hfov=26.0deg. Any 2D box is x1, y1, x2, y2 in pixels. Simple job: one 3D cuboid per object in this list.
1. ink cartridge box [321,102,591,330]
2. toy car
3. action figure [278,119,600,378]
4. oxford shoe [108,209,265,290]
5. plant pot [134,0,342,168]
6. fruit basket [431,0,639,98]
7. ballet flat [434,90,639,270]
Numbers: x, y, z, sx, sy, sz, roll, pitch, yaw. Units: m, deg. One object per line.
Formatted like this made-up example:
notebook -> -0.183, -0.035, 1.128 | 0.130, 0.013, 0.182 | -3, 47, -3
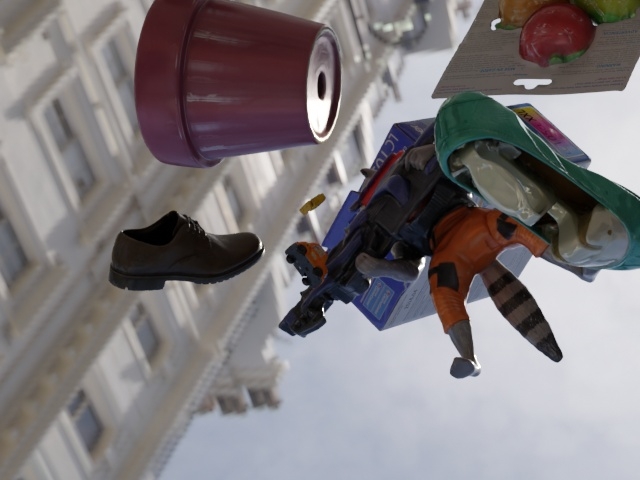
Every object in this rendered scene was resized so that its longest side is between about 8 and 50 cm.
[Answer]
ink cartridge box -> 0.175, -0.035, 1.957 | 0.151, 0.270, 0.395 | 43, -146, 25
toy car -> 0.000, 0.000, 1.562 | 0.060, 0.122, 0.040 | 44, -127, 17
action figure -> 0.127, 0.032, 1.619 | 0.341, 0.178, 0.330 | -47, -134, 10
oxford shoe -> -0.174, 0.007, 1.886 | 0.227, 0.096, 0.083 | -8, -152, -32
plant pot -> -0.080, -0.174, 1.504 | 0.180, 0.201, 0.201 | 5, -143, 18
fruit basket -> 0.376, -0.331, 2.127 | 0.327, 0.165, 0.353 | 1, -128, 36
ballet flat -> 0.192, -0.028, 1.157 | 0.083, 0.247, 0.087 | -44, -162, 41
